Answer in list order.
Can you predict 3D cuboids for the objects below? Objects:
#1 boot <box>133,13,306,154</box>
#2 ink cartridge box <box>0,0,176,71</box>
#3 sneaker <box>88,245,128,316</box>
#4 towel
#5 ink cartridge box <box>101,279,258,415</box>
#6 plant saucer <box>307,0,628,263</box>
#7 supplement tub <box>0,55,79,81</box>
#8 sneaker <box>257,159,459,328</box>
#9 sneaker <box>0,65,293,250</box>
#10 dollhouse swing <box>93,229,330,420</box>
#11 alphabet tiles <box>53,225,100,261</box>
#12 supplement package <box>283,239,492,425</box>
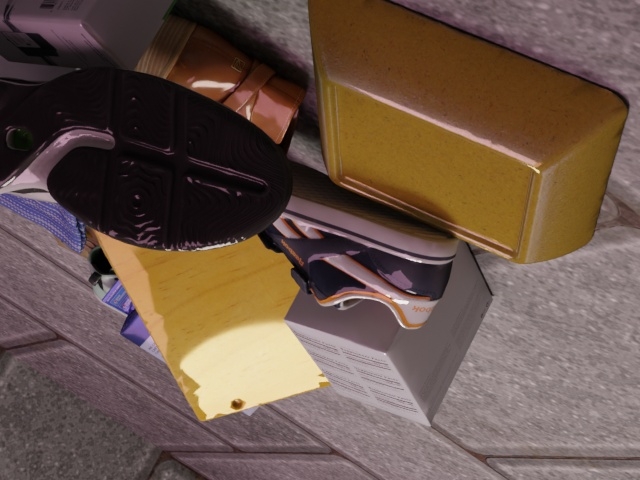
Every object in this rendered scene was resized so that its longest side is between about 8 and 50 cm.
[{"bbox_3d":[-0.133,-0.157,1.729,0.220,0.109,0.283,25,153,-2],"label":"boot"},{"bbox_3d":[-0.249,-0.259,1.534,0.208,0.153,0.087,12,155,41],"label":"ink cartridge box"},{"bbox_3d":[-0.275,0.092,2.469,0.256,0.094,0.151,22,156,14],"label":"sneaker"},{"bbox_3d":[-0.482,-0.085,2.377,0.243,0.040,0.336,29,163,2],"label":"towel"},{"bbox_3d":[-0.185,0.138,2.410,0.311,0.065,0.186,35,123,-12],"label":"ink cartridge box"},{"bbox_3d":[0.126,-0.096,1.535,0.333,0.081,0.333,23,159,13],"label":"plant saucer"},{"bbox_3d":[-0.334,-0.180,1.846,0.144,0.144,0.199,24,159,12],"label":"supplement tub"},{"bbox_3d":[0.000,0.000,1.708,0.321,0.127,0.126,25,-156,30],"label":"sneaker"},{"bbox_3d":[-0.201,-0.105,1.563,0.448,0.169,0.257,11,-169,22],"label":"sneaker"},{"bbox_3d":[-0.142,0.006,2.044,0.315,0.305,0.346,-17,122,13],"label":"dollhouse swing"},{"bbox_3d":[-0.344,0.014,2.525,0.285,0.011,0.342,24,160,14],"label":"alphabet tiles"},{"bbox_3d":[0.088,0.084,1.849,0.149,0.194,0.203,16,156,30],"label":"supplement package"}]
